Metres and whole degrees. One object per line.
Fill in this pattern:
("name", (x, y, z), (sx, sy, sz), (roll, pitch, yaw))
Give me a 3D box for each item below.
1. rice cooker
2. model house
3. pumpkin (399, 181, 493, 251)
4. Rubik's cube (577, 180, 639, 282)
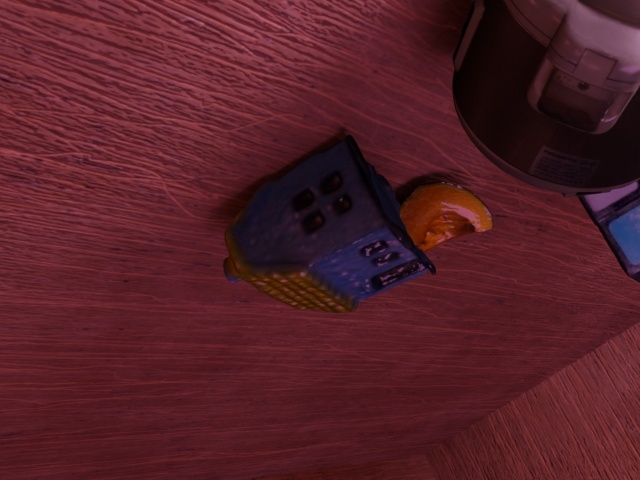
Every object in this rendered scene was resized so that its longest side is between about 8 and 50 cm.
("rice cooker", (0.345, -0.256, 0.939), (0.335, 0.335, 0.325), (-14, 151, -17))
("model house", (0.000, 0.000, 1.234), (0.303, 0.215, 0.237), (-26, 152, 14))
("pumpkin", (0.185, -0.039, 1.433), (0.254, 0.149, 0.130), (-25, -166, -7))
("Rubik's cube", (0.672, -0.125, 1.351), (0.359, 0.363, 0.362), (-33, 154, 25))
